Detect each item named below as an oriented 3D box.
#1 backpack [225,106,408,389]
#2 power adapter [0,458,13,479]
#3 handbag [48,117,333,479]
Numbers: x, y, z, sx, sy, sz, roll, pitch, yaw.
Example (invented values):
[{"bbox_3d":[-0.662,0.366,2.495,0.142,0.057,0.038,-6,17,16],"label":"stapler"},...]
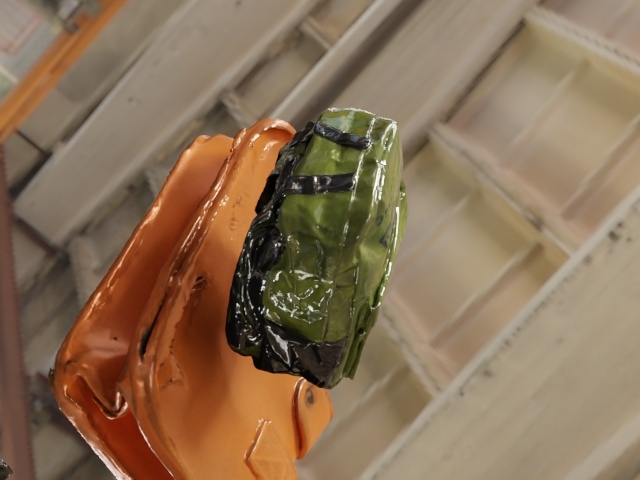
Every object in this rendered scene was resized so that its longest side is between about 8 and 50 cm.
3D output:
[{"bbox_3d":[0.000,0.000,1.194,0.253,0.140,0.207,101,4,-55],"label":"backpack"},{"bbox_3d":[-0.383,0.292,1.329,0.205,0.125,0.130,-39,-165,14],"label":"power adapter"},{"bbox_3d":[-0.085,0.097,1.375,0.116,0.303,0.410,-10,-143,31],"label":"handbag"}]
